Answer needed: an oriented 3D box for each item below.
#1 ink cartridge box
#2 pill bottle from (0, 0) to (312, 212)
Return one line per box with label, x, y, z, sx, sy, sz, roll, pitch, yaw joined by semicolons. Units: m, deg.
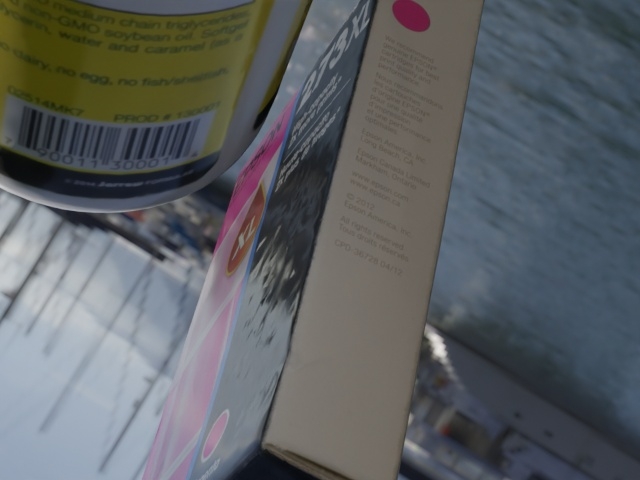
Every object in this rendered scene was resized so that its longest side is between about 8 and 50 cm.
ink cartridge box;0.000;0.000;0.733;0.069;0.371;0.176;28;137;-11
pill bottle;-0.046;-0.108;0.390;0.119;0.119;0.208;31;145;3
